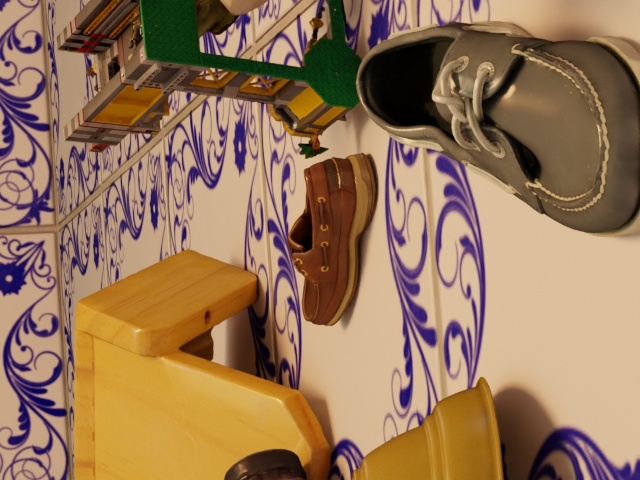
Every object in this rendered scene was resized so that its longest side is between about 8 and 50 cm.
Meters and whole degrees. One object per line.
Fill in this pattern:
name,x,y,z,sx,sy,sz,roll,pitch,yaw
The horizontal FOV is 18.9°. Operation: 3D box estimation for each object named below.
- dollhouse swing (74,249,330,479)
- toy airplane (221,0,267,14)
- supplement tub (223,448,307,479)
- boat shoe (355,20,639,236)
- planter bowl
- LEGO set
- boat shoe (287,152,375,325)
dollhouse swing,-0.073,0.226,1.911,0.315,0.305,0.347,-28,-56,-60
toy airplane,0.055,-0.275,0.980,0.384,0.272,0.386,-59,5,6
supplement tub,-0.024,0.276,1.627,0.106,0.106,0.198,107,150,-50
boat shoe,0.106,-0.071,1.140,0.319,0.099,0.116,-138,48,-69
planter bowl,0.065,0.198,1.259,0.217,0.090,0.217,179,90,-88
LEGO set,-0.109,-0.207,1.615,0.192,0.255,0.331,-35,65,53
boat shoe,0.000,0.000,1.606,0.064,0.060,0.178,-108,22,-44
